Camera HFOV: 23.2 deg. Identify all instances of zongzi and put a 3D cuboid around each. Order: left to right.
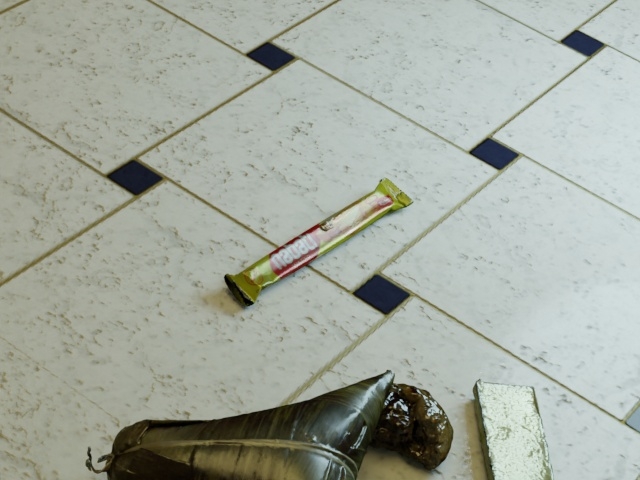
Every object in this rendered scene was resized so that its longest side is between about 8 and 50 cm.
[{"bbox_3d":[-0.072,0.185,1.497,0.247,0.111,0.241,16,44,8],"label":"zongzi"}]

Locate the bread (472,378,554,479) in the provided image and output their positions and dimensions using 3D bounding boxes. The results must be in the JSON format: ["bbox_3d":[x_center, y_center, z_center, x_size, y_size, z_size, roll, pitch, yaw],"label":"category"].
[{"bbox_3d":[0.198,0.205,1.609,0.068,0.028,0.154,5,40,-8],"label":"bread"}]

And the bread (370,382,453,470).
[{"bbox_3d":[0.082,0.181,1.585,0.113,0.060,0.082,13,42,3],"label":"bread"}]

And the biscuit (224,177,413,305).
[{"bbox_3d":[0.000,0.000,1.805,0.292,0.026,0.048,-32,76,-39],"label":"biscuit"}]
